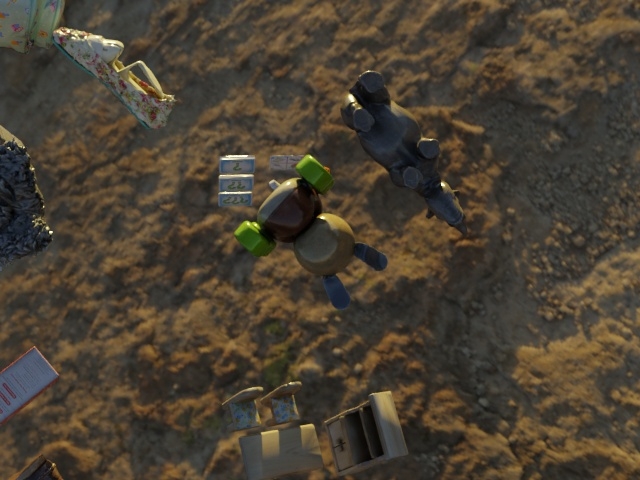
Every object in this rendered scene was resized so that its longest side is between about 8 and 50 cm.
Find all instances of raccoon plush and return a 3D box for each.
[{"bbox_3d":[-0.561,0.015,1.138,0.299,0.216,0.446,-10,22,25],"label":"raccoon plush"}]

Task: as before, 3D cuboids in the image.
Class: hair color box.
[{"bbox_3d":[-0.536,0.259,1.525,0.141,0.043,0.072,-40,88,-25],"label":"hair color box"}]

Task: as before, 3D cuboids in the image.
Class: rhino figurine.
[{"bbox_3d":[0.110,-0.100,1.070,0.073,0.243,0.106,-40,11,0],"label":"rhino figurine"}]

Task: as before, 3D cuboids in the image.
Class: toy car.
[{"bbox_3d":[0.000,0.000,1.244,0.188,0.149,0.155,43,92,2],"label":"toy car"}]

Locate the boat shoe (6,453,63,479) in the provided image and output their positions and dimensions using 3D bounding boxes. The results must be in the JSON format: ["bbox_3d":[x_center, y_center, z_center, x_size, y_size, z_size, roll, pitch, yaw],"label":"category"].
[{"bbox_3d":[-0.528,0.448,1.542,0.207,0.073,0.073,-34,12,37],"label":"boat shoe"}]

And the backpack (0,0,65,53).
[{"bbox_3d":[-0.521,-0.430,1.523,0.188,0.144,0.166,137,139,-69],"label":"backpack"}]

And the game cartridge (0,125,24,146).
[{"bbox_3d":[-0.714,-0.111,1.501,0.355,0.230,0.068,-31,69,3],"label":"game cartridge"}]

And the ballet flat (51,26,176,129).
[{"bbox_3d":[-0.345,-0.293,1.497,0.077,0.241,0.091,-41,21,16],"label":"ballet flat"}]

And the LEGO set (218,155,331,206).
[{"bbox_3d":[-0.102,-0.114,1.921,0.244,0.182,0.060,-2,57,-9],"label":"LEGO set"}]

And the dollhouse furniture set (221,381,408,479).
[{"bbox_3d":[-0.008,0.333,1.421,0.161,0.242,0.212,-40,59,50],"label":"dollhouse furniture set"}]
